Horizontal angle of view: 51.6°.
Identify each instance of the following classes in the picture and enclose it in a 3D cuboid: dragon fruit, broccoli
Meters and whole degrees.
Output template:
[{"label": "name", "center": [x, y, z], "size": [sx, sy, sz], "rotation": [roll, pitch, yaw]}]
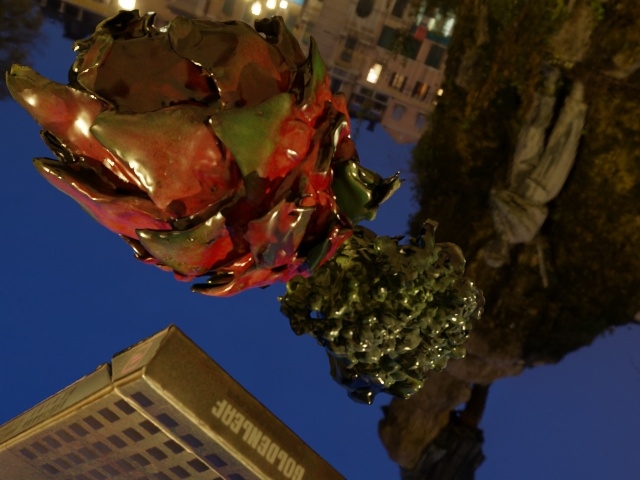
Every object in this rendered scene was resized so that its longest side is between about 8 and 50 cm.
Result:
[{"label": "dragon fruit", "center": [-0.063, -0.057, 0.407], "size": [0.189, 0.182, 0.182], "rotation": [60, -162, -9]}, {"label": "broccoli", "center": [0.006, -0.001, 0.597], "size": [0.304, 0.145, 0.165], "rotation": [48, 173, 39]}]

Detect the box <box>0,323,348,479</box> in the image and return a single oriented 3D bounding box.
[{"label": "box", "center": [-0.147, 0.187, 0.512], "size": [0.180, 0.324, 0.047], "rotation": [46, -141, -17]}]
